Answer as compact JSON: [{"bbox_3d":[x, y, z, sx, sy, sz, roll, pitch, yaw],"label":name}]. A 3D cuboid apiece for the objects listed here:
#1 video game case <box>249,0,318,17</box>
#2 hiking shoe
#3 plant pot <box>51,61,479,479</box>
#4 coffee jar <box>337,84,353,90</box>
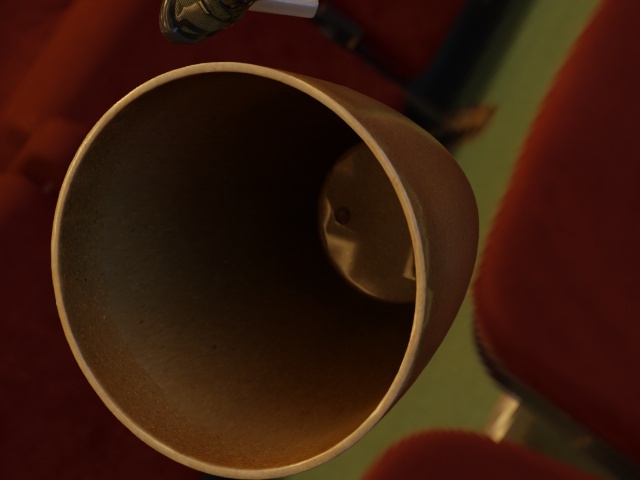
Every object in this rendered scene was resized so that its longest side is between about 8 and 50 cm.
[{"bbox_3d":[-0.147,-0.354,2.092,0.025,0.285,0.204,115,157,-53],"label":"video game case"},{"bbox_3d":[-0.082,-0.286,1.935,0.227,0.086,0.114,-38,8,9],"label":"hiking shoe"},{"bbox_3d":[0.000,0.000,1.143,0.237,0.237,0.254,-48,-12,23],"label":"plant pot"},{"bbox_3d":[0.037,-0.106,2.080,0.079,0.096,0.184,-40,-20,-1],"label":"coffee jar"}]
